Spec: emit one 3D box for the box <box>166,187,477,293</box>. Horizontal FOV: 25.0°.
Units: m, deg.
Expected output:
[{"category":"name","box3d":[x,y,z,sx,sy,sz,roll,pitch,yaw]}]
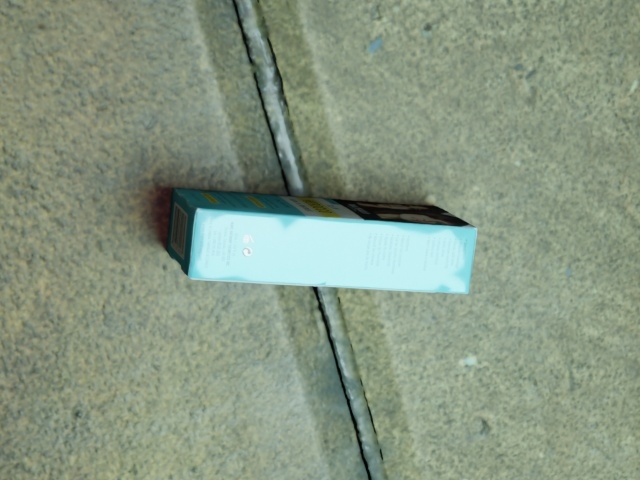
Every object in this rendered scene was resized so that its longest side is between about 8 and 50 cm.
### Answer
[{"category":"box","box3d":[0.000,0.000,1.222,0.244,0.100,0.060,3,101,-18]}]
